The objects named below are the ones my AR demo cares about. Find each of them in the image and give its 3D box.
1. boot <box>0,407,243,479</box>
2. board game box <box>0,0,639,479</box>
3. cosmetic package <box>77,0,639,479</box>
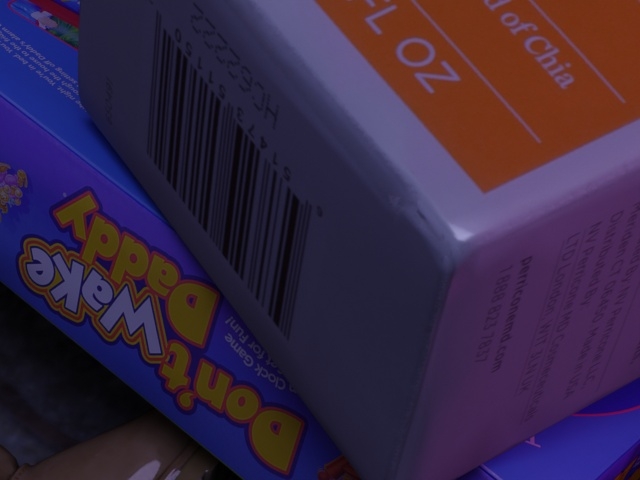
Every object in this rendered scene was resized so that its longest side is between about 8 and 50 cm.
[{"bbox_3d":[-0.171,0.076,0.835,0.269,0.089,0.236,32,54,20],"label":"boot"},{"bbox_3d":[0.000,0.000,0.839,0.347,0.078,0.233,37,33,19],"label":"board game box"},{"bbox_3d":[0.155,-0.112,0.744,0.453,0.161,0.230,-26,60,-25],"label":"cosmetic package"}]
